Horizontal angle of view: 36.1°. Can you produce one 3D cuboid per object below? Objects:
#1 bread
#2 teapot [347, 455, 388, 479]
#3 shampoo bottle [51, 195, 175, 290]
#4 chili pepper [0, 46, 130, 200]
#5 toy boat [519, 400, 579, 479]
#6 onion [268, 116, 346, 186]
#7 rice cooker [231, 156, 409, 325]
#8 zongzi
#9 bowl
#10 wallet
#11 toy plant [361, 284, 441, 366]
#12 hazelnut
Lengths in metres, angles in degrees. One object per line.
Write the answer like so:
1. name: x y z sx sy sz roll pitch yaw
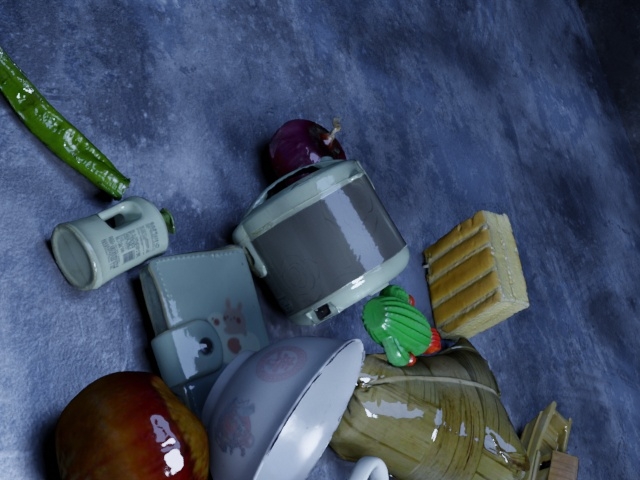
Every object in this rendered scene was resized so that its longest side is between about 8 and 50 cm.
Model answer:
1. bread: 0.342 0.083 2.229 0.111 0.246 0.239 11 57 -31
2. teapot: 0.037 0.547 1.591 0.280 0.252 0.424 70 32 -47
3. shampoo bottle: -0.331 -0.007 1.645 0.234 0.087 0.118 -31 93 -53
4. chili pepper: -0.455 -0.204 1.647 0.359 0.076 0.085 48 11 -20
5. toy boat: 0.484 0.542 2.139 0.136 0.162 0.445 43 40 -17
6. onion: -0.024 -0.173 2.055 0.177 0.153 0.177 14 69 -39
7. rice cooker: -0.002 -0.002 1.871 0.277 0.288 0.288 58 37 0
8. zongzi: 0.140 0.274 1.971 0.500 0.218 0.467 26 24 -21
9. bowl: -0.084 0.270 1.535 0.157 0.346 0.345 28 34 17
10. wallet: -0.176 0.186 1.683 0.252 0.083 0.360 -6 75 -50
11. toy plant: 0.155 0.155 1.839 0.240 0.088 0.155 -12 75 -63
12. hazelnut: -0.268 0.318 1.420 0.217 0.217 0.252 -56 134 -50
